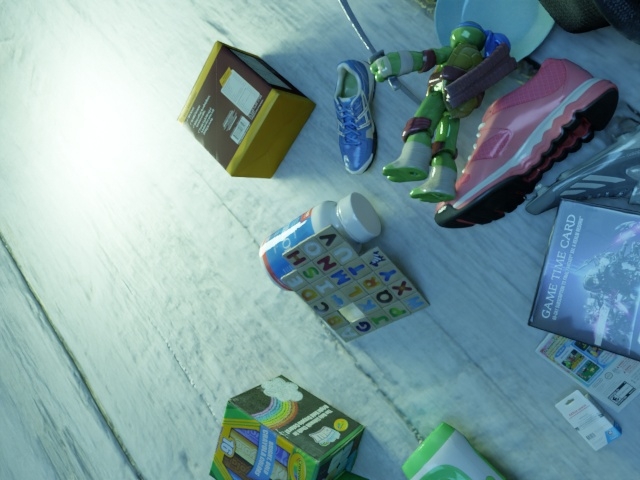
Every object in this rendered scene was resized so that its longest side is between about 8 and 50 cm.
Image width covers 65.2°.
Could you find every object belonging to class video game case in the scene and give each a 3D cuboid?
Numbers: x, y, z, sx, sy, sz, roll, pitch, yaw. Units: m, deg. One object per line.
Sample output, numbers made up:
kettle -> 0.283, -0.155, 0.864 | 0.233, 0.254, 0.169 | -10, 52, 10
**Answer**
video game case -> 0.441, 0.066, 0.665 | 0.274, 0.026, 0.196 | 17, 104, 32
video game case -> 0.427, 0.156, 0.744 | 0.143, 0.019, 0.157 | 39, 123, 24

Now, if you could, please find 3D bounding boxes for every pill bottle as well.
pill bottle -> 0.000, 0.000, 0.950 | 0.221, 0.124, 0.124 | -31, 77, 29

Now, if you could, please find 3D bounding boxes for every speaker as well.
speaker -> 0.277, 0.446, 0.813 | 0.296, 0.131, 0.131 | 43, 114, 22

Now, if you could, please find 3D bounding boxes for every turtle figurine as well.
turtle figurine -> 0.143, -0.206, 0.782 | 0.274, 0.198, 0.266 | 11, 78, 9

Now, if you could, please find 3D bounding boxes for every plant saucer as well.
plant saucer -> 0.280, -0.367, 0.797 | 0.195, 0.037, 0.195 | 2, 95, 31

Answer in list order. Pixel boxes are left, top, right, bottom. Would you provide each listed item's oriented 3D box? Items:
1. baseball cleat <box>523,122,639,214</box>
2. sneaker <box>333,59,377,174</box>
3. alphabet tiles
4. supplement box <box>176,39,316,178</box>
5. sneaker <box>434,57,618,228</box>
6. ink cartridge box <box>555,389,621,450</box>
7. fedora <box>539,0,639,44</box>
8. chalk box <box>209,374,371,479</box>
baseball cleat -> 0.406, -0.077, 0.723 | 0.206, 0.072, 0.109 | -39, 80, 32
sneaker -> 0.055, -0.227, 0.923 | 0.080, 0.081, 0.211 | -2, 95, 30
alphabet tiles -> 0.050, 0.080, 0.913 | 0.198, 0.009, 0.237 | -31, 114, 30
supplement box -> -0.154, -0.260, 1.022 | 0.194, 0.129, 0.191 | 45, 115, 21
sneaker -> 0.292, -0.145, 0.785 | 0.314, 0.116, 0.136 | -45, 55, 24
ink cartridge box -> 0.411, 0.272, 0.771 | 0.083, 0.028, 0.048 | 50, 116, 18
fedora -> 0.365, -0.402, 0.652 | 0.152, 0.334, 0.334 | 180, 85, -66
chalk box -> -0.040, 0.428, 0.977 | 0.289, 0.180, 0.179 | 24, 106, 29
